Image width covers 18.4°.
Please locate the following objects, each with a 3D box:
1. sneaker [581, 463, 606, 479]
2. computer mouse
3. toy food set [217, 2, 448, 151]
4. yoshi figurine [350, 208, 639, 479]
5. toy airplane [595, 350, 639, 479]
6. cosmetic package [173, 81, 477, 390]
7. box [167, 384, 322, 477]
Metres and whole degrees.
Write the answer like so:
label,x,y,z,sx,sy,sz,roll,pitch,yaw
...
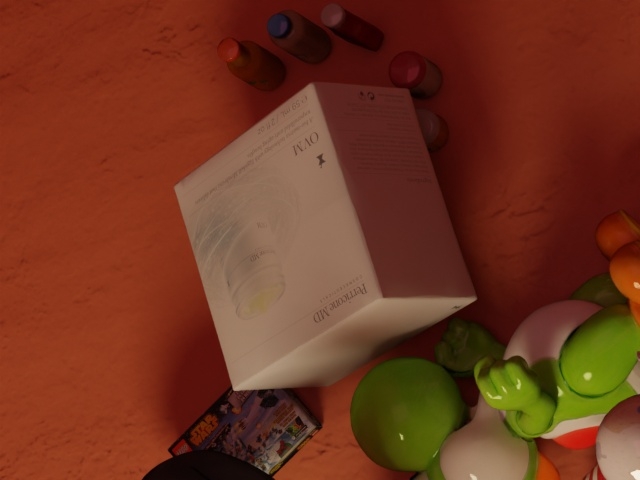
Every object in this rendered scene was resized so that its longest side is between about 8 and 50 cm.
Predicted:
label,x,y,z,sx,sy,sz,roll,pitch,yaw
sneaker,0.312,0.295,1.798,0.128,0.087,0.221,-41,71,33
computer mouse,-0.085,0.251,1.863,0.272,0.188,0.072,13,124,50
toy food set,0.020,-0.169,1.961,0.232,0.104,0.111,27,93,24
yoshi figurine,0.166,0.119,1.822,0.362,0.203,0.203,-45,52,13
toy airplane,0.347,0.209,1.582,0.272,0.386,0.384,15,68,0
cosmetic package,0.000,0.000,1.881,0.224,0.138,0.224,-34,67,41
box,-0.077,0.199,1.986,0.137,0.027,0.094,-45,69,11
